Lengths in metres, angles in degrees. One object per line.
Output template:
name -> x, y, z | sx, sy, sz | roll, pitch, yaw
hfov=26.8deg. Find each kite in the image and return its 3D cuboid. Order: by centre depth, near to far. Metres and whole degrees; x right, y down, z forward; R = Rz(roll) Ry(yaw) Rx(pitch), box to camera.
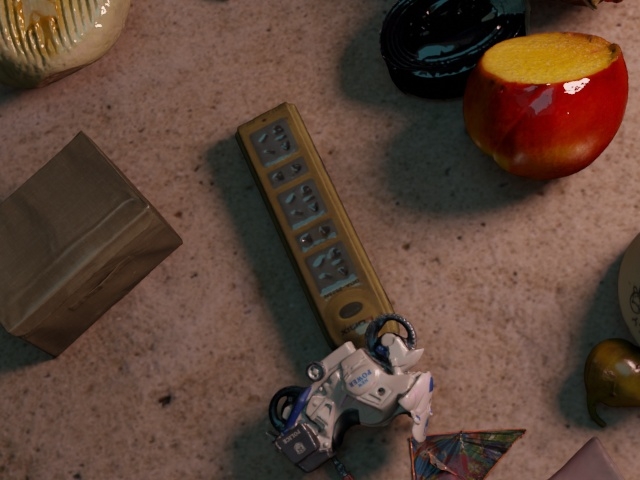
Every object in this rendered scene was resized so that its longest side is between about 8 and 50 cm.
kite -> 0.165, 0.283, 1.583 | 0.159, 0.010, 0.190 | 37, 84, 19

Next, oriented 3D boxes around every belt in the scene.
belt -> 0.175, -0.266, 1.722 | 0.198, 0.078, 0.151 | -21, 65, 6

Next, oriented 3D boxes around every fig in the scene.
fig -> 0.339, 0.162, 1.556 | 0.098, 0.082, 0.084 | -41, 104, 13

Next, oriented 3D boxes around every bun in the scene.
bun -> -0.378, -0.328, 1.819 | 0.244, 0.153, 0.243 | 1, 84, -6

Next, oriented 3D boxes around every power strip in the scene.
power strip -> 0.000, 0.000, 1.680 | 0.092, 0.066, 0.387 | -27, 70, 4

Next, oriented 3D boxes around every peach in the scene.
peach -> 0.271, -0.172, 1.611 | 0.190, 0.190, 0.192 | 37, 108, 20

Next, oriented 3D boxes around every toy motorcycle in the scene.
toy motorcycle -> 0.045, 0.197, 1.575 | 0.221, 0.102, 0.150 | -37, 82, 13

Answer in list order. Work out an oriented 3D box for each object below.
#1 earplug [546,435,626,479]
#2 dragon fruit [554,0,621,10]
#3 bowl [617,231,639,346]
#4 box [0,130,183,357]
earplug -> 0.223, 0.368, 1.475 | 0.301, 0.172, 0.172 | -34, 69, 6
dragon fruit -> 0.306, -0.440, 1.652 | 0.278, 0.277, 0.342 | -17, 66, 6
bowl -> 0.464, 0.038, 1.515 | 0.238, 0.126, 0.237 | 0, 63, 0
box -> -0.318, 0.010, 1.696 | 0.231, 0.149, 0.155 | -44, 70, -4
